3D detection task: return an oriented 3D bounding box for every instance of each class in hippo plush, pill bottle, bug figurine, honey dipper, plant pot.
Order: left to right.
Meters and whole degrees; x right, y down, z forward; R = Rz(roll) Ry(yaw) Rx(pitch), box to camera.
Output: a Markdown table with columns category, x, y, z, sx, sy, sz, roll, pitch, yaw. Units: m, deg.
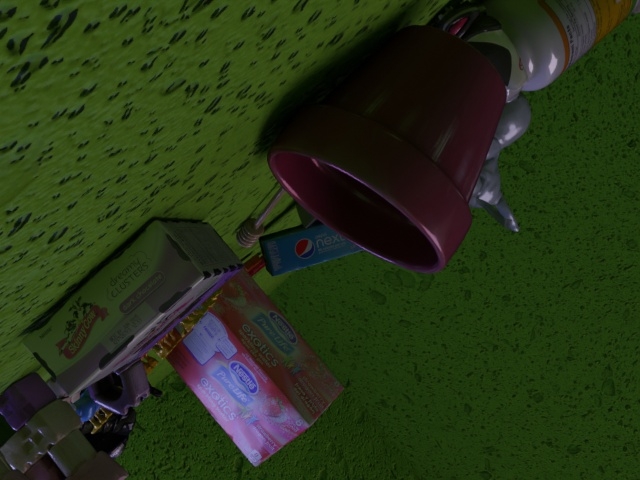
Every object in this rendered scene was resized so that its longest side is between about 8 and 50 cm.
| category | x | y | z | sx | sy | sz | roll | pitch | yaw |
| --- | --- | --- | --- | --- | --- | --- | --- | --- | --- |
| bug figurine | -0.259 | 0.154 | 1.129 | 0.279 | 0.072 | 0.216 | -46 | -177 | 24 |
| honey dipper | -0.074 | -0.040 | 1.059 | 0.030 | 0.030 | 0.160 | -39 | 174 | -40 |
| plant pot | 0.079 | -0.095 | 0.739 | 0.180 | 0.201 | 0.201 | -55 | -179 | -13 |
| hippo plush | 0.286 | -0.195 | 1.445 | 0.236 | 0.294 | 0.234 | -61 | 160 | 8 |
| pill bottle | 0.280 | -0.278 | 0.983 | 0.246 | 0.136 | 0.136 | -40 | 177 | -17 |

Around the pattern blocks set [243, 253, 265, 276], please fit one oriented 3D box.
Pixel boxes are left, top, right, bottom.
| category | x | y | z | sx | sy | sz | roll | pitch | yaw |
| --- | --- | --- | --- | --- | --- | --- | --- | --- | --- |
| pattern blocks set | -0.227 | 0.122 | 1.576 | 0.285 | 0.026 | 0.325 | -41 | 177 | 7 |

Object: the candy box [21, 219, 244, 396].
| category | x | y | z | sx | sy | sz | roll | pitch | yaw |
| --- | --- | --- | --- | --- | --- | --- | --- | --- | --- |
| candy box | -0.173 | 0.058 | 0.762 | 0.165 | 0.070 | 0.196 | -41 | 178 | 4 |

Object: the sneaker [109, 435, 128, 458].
| category | x | y | z | sx | sy | sz | roll | pitch | yaw |
| --- | --- | --- | --- | --- | --- | --- | --- | --- | --- |
| sneaker | -0.491 | 0.428 | 1.730 | 0.098 | 0.135 | 0.276 | -38 | 176 | -18 |

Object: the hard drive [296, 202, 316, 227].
| category | x | y | z | sx | sy | sz | roll | pitch | yaw |
| --- | --- | --- | --- | --- | --- | --- | --- | --- | --- |
| hard drive | 0.070 | -0.131 | 1.331 | 0.255 | 0.054 | 0.172 | -42 | 177 | 24 |

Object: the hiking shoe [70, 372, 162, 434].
| category | x | y | z | sx | sy | sz | roll | pitch | yaw |
| --- | --- | --- | --- | --- | --- | --- | --- | --- | --- |
| hiking shoe | -0.351 | 0.271 | 1.221 | 0.227 | 0.114 | 0.086 | -41 | 169 | -46 |

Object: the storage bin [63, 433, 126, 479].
| category | x | y | z | sx | sy | sz | roll | pitch | yaw |
| --- | --- | --- | --- | --- | --- | --- | --- | --- | --- |
| storage bin | -0.423 | 0.335 | 1.252 | 0.180 | 0.122 | 0.084 | -38 | 177 | -46 |

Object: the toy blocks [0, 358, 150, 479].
| category | x | y | z | sx | sy | sz | roll | pitch | yaw |
| --- | --- | --- | --- | --- | --- | --- | --- | --- | --- |
| toy blocks | -0.324 | 0.321 | 0.913 | 0.288 | 0.260 | 0.309 | -42 | 177 | 23 |

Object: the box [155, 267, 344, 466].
| category | x | y | z | sx | sy | sz | roll | pitch | yaw |
| --- | --- | --- | --- | --- | --- | --- | --- | --- | --- |
| box | -0.127 | 0.199 | 1.299 | 0.154 | 0.300 | 0.142 | -44 | 175 | 30 |

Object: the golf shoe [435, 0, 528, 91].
| category | x | y | z | sx | sy | sz | roll | pitch | yaw |
| --- | --- | --- | --- | --- | --- | --- | --- | --- | --- |
| golf shoe | 0.115 | -0.153 | 0.912 | 0.273 | 0.120 | 0.105 | -41 | 180 | 40 |

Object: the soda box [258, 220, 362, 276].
| category | x | y | z | sx | sy | sz | roll | pitch | yaw |
| --- | --- | --- | --- | --- | --- | --- | --- | --- | --- |
| soda box | 0.000 | 0.000 | 1.375 | 0.210 | 0.067 | 0.071 | -15 | -170 | -10 |

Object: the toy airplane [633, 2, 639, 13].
| category | x | y | z | sx | sy | sz | roll | pitch | yaw |
| --- | --- | --- | --- | --- | --- | --- | --- | --- | --- |
| toy airplane | 0.704 | -0.542 | 1.217 | 0.384 | 0.272 | 0.386 | -41 | 177 | -19 |
